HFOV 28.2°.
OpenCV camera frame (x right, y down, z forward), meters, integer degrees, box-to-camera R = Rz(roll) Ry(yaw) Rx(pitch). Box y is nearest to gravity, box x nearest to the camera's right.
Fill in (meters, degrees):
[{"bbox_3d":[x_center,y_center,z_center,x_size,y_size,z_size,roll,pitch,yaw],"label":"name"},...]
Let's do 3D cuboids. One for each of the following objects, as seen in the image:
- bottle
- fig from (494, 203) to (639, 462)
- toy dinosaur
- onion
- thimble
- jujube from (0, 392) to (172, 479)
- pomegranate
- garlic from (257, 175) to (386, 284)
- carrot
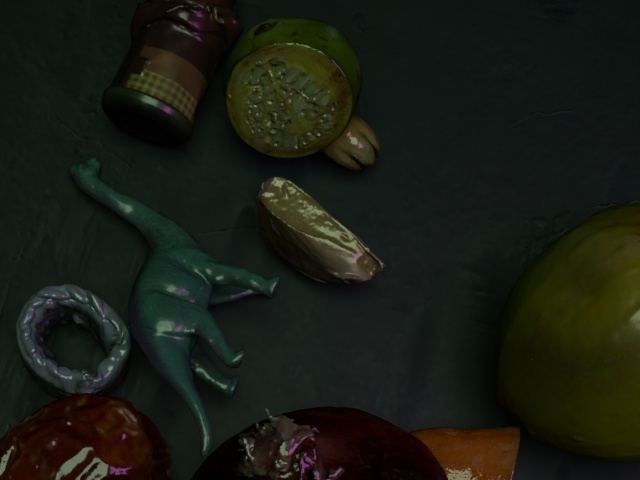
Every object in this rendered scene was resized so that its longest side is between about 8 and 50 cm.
[{"bbox_3d":[-0.191,-0.274,1.757,0.156,0.143,0.271,18,72,12],"label":"bottle"},{"bbox_3d":[0.383,0.131,1.612,0.343,0.343,0.343,1,74,-5],"label":"fig"},{"bbox_3d":[-0.235,0.068,1.632,0.330,0.129,0.383,21,45,1],"label":"toy dinosaur"},{"bbox_3d":[-0.014,0.309,1.431,0.347,0.285,0.348,-11,37,8],"label":"onion"},{"bbox_3d":[-0.319,0.135,1.640,0.151,0.118,0.127,36,71,5],"label":"thimble"},{"bbox_3d":[-0.346,0.329,1.543,0.342,0.216,0.216,-32,79,2],"label":"jujube"},{"bbox_3d":[-0.010,-0.213,1.745,0.240,0.190,0.159,20,34,-3],"label":"pomegranate"},{"bbox_3d":[-0.008,0.000,1.717,0.195,0.101,0.087,40,70,6],"label":"garlic"},{"bbox_3d":[0.133,0.300,1.633,0.225,0.159,0.159,9,73,9],"label":"carrot"}]
